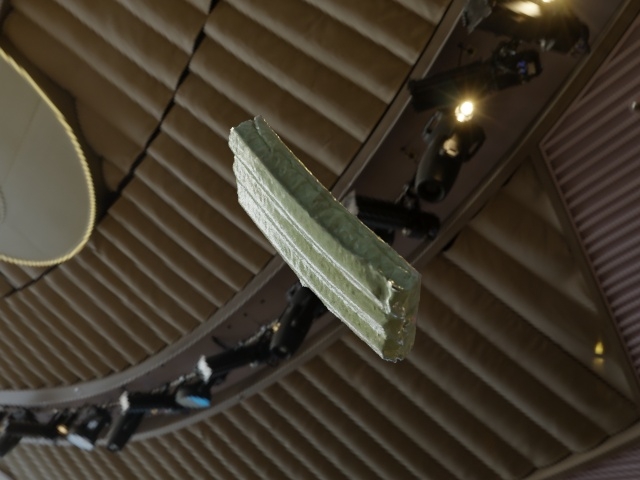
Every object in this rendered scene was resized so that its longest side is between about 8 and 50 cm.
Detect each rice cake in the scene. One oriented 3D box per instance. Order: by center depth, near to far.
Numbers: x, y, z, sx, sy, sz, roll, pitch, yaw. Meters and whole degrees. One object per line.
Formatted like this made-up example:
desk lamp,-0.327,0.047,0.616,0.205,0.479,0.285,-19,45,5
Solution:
rice cake,0.000,0.000,0.694,0.237,0.043,0.127,46,-24,27
